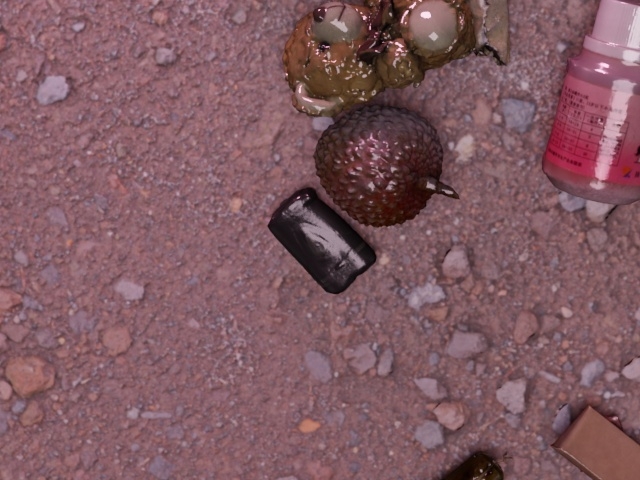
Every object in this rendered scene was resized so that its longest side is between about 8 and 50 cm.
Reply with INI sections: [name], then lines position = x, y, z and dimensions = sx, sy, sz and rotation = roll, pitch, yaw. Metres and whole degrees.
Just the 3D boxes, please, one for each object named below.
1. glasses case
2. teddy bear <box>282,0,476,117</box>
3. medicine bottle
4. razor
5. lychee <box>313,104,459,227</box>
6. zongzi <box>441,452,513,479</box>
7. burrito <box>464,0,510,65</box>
[glasses case]
position = 0.422, 0.306, 1.800
dimensions = 0.193, 0.070, 0.102
rotation = 38, 79, -3
[teddy bear]
position = 0.067, -0.258, 1.605
dimensions = 0.256, 0.267, 0.156
rotation = -17, 133, 16
[medicine bottle]
position = 0.373, -0.177, 1.617
dimensions = 0.147, 0.147, 0.247
rotation = 13, 108, 3
[razor]
position = 0.000, 0.000, 1.758
dimensions = 0.090, 0.054, 0.148
rotation = -43, 96, 16
[lychee]
position = 0.087, -0.095, 1.661
dimensions = 0.197, 0.165, 0.165
rotation = 25, 110, 27
[zongzi]
position = 0.157, 0.363, 1.839
dimensions = 0.184, 0.084, 0.187
rotation = 22, 101, 11
[burrito]
position = 0.203, -0.332, 1.639
dimensions = 0.063, 0.058, 0.229
rotation = -12, 107, 6
